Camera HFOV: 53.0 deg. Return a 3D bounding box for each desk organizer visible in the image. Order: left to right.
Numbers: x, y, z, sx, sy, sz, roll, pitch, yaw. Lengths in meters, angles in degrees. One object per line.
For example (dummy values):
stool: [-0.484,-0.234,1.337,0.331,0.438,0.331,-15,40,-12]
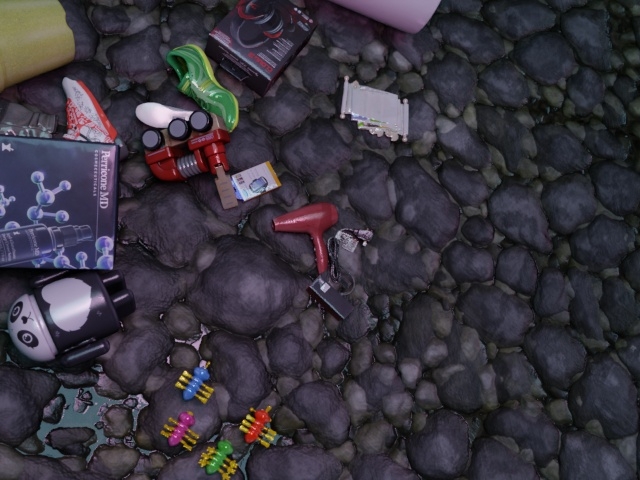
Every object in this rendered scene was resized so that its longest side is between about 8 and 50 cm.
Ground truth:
desk organizer: [0.024,0.160,1.762,0.130,0.050,0.047,44,67,-2]

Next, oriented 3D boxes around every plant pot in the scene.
plant pot: [-0.775,-0.507,1.611,0.254,0.276,0.276,-27,84,-35]

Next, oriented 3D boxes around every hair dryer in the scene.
hair dryer: [0.000,0.000,1.785,0.294,0.080,0.223,28,69,-8]

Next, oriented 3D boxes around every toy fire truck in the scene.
toy fire truck: [-0.327,-0.194,1.703,0.217,0.158,0.246,-18,88,12]

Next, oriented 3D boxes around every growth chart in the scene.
growth chart: [0.170,-0.402,1.986,0.238,0.021,0.171,16,71,-12]

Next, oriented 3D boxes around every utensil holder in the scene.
utensil holder: [0.173,-0.843,1.956,0.386,0.327,0.327,20,70,-14]

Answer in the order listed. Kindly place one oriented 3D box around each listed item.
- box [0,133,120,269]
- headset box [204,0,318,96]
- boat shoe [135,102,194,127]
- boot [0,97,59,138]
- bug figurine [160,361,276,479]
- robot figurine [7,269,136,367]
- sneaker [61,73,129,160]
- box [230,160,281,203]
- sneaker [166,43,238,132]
box: [-0.674,-0.092,1.483,0.396,0.212,0.293,2,96,-17]
headset box: [-0.181,-0.582,1.879,0.218,0.110,0.293,37,67,-5]
boat shoe: [-0.413,-0.341,1.764,0.184,0.063,0.066,-1,99,-19]
boot: [-0.763,-0.234,1.616,0.161,0.083,0.246,19,71,-18]
bug figurine: [-0.260,0.446,1.579,0.279,0.072,0.216,39,73,-9]
robot figurine: [-0.580,0.169,1.501,0.278,0.209,0.173,-23,118,-22]
sneaker: [-0.633,-0.298,1.666,0.145,0.090,0.270,-35,90,-25]
box: [-0.188,-0.161,1.801,0.136,0.028,0.081,-25,83,-20]
sneaker: [-0.332,-0.410,1.775,0.124,0.109,0.295,-23,73,-44]
